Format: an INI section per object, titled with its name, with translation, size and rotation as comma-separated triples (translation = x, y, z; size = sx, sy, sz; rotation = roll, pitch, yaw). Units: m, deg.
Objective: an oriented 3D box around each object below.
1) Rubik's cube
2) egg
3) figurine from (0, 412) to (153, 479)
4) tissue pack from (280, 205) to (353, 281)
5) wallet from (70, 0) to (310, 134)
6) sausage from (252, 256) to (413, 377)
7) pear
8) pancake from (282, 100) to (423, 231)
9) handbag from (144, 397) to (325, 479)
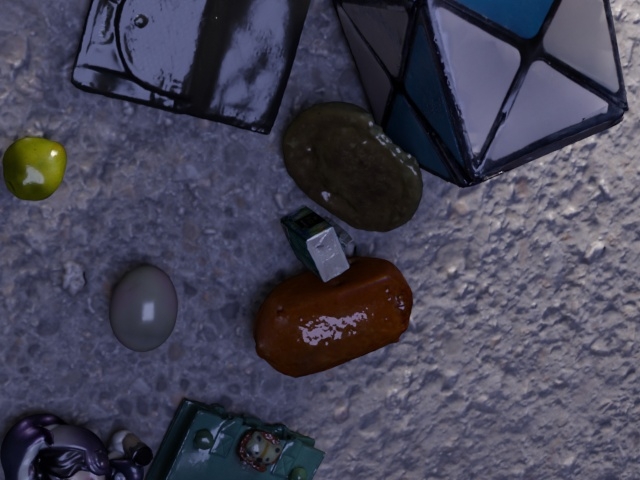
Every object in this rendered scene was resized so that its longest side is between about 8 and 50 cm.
[Rubik's cube]
translation = 0.235, -0.288, 1.653
size = 0.310, 0.305, 0.307
rotation = -24, 115, -14
[egg]
translation = -0.269, 0.104, 1.691
size = 0.103, 0.103, 0.135
rotation = 3, 105, -24
[figurine]
translation = -0.381, 0.336, 1.718
size = 0.222, 0.145, 0.145
rotation = 4, 106, -34
[tissue pack]
translation = 0.000, -0.001, 1.765
size = 0.079, 0.111, 0.085
rotation = -30, 118, -12
[wallet]
translation = -0.182, -0.304, 1.625
size = 0.323, 0.041, 0.247
rotation = 11, 105, -28
[sausage]
translation = 0.019, 0.122, 1.790
size = 0.268, 0.153, 0.141
rotation = -19, 119, -15
[pear]
translation = -0.404, -0.103, 1.578
size = 0.097, 0.092, 0.092
rotation = -31, 118, -29
[pancake]
translation = 0.047, -0.106, 1.708
size = 0.236, 0.222, 0.042
rotation = 58, 39, -25
[handbag]
translation = -0.158, 0.424, 1.851
size = 0.269, 0.100, 0.274
rotation = 26, 97, -27
